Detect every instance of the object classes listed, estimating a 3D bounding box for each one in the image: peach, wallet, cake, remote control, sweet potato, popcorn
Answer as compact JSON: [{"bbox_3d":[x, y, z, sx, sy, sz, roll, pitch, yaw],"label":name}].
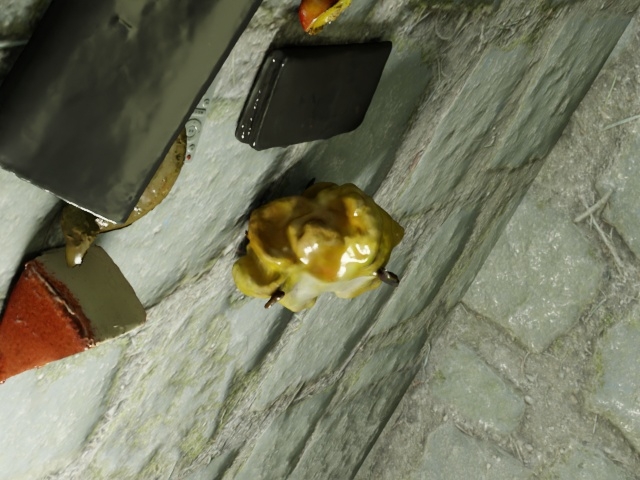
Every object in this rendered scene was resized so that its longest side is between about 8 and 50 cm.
[{"bbox_3d":[0.002,-0.376,1.667,0.098,0.061,0.098,-38,177,-3],"label":"peach"},{"bbox_3d":[-0.239,-0.232,1.299,0.228,0.062,0.406,28,103,-32],"label":"wallet"},{"bbox_3d":[0.000,-0.260,1.854,0.377,0.051,0.197,-19,139,-54],"label":"wallet"},{"bbox_3d":[-0.386,0.155,1.603,0.158,0.160,0.262,-21,145,-56],"label":"cake"},{"bbox_3d":[-0.191,-0.202,1.575,0.050,0.027,0.184,0,116,-47],"label":"remote control"},{"bbox_3d":[-0.275,-0.089,1.531,0.310,0.098,0.124,-55,151,-1],"label":"sweet potato"},{"bbox_3d":[0.000,0.000,2.018,0.316,0.281,0.297,11,140,-32],"label":"popcorn"}]
